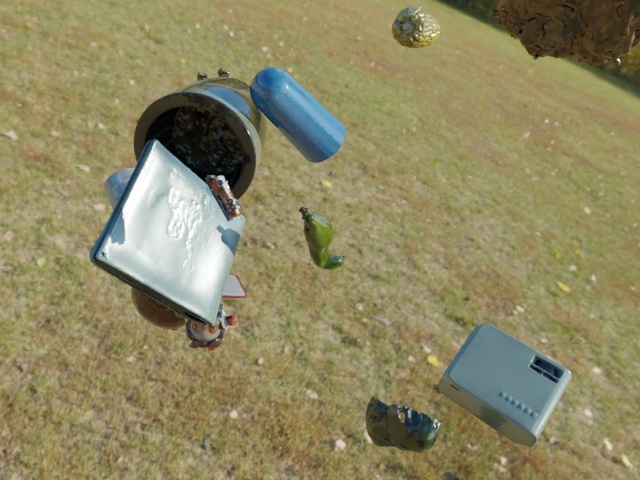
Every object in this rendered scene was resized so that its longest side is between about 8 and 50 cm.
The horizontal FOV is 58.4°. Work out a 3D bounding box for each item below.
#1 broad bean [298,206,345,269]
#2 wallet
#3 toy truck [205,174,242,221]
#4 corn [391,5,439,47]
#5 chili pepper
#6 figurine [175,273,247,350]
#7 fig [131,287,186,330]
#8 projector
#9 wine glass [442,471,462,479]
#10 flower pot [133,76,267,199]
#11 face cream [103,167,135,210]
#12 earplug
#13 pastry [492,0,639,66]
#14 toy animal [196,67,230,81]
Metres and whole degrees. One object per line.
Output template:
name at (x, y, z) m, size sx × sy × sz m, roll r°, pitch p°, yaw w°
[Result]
broad bean at (0.000, 0.000, 1.176) m, size 0.048 × 0.070 × 0.213 m, roll 62°, pitch 0°, yaw 37°
wallet at (-0.263, -0.007, 1.064) m, size 0.290 × 0.054 × 0.251 m, roll 45°, pitch 51°, yaw -43°
toy truck at (-0.155, -0.071, 0.916) m, size 0.083 × 0.032 × 0.024 m, roll 62°, pitch 23°, yaw 2°
corn at (0.245, -0.528, 1.435) m, size 0.260 × 0.091 × 0.091 m, roll -35°, pitch 107°, yaw -61°
chili pepper at (0.222, 0.547, 1.678) m, size 0.116 × 0.148 × 0.265 m, roll 7°, pitch -8°, yaw -42°
figurine at (-0.336, 0.225, 1.681) m, size 0.184 × 0.226 × 0.160 m, roll 5°, pitch 21°, yaw -23°
fig at (-0.474, 0.166, 1.809) m, size 0.235 × 0.235 × 0.214 m, roll 28°, pitch -7°, yaw 9°
projector at (0.445, 0.345, 1.392) m, size 0.250 × 0.108 × 0.198 m, roll 30°, pitch 61°, yaw 23°
wine glass at (0.302, 0.717, 1.522) m, size 0.202 × 0.093 × 0.093 m, roll -32°, pitch 56°, yaw -31°
flower pot at (-0.274, -0.269, 1.469) m, size 0.294 × 0.293 × 0.330 m, roll 22°, pitch 28°, yaw -3°
face cream at (-0.369, -0.037, 1.211) m, size 0.107 × 0.073 × 0.269 m, roll -34°, pitch 63°, yaw -7°
earplug at (-0.065, -0.315, 1.397) m, size 0.273 × 0.132 × 0.132 m, roll 37°, pitch 10°, yaw -46°
pastry at (0.360, -0.376, 0.767) m, size 0.275 × 0.275 × 0.193 m, roll 33°, pitch 56°, yaw 18°
toy animal at (-0.379, -0.458, 1.884) m, size 0.097 × 0.312 × 0.157 m, roll 17°, pitch 50°, yaw -34°
